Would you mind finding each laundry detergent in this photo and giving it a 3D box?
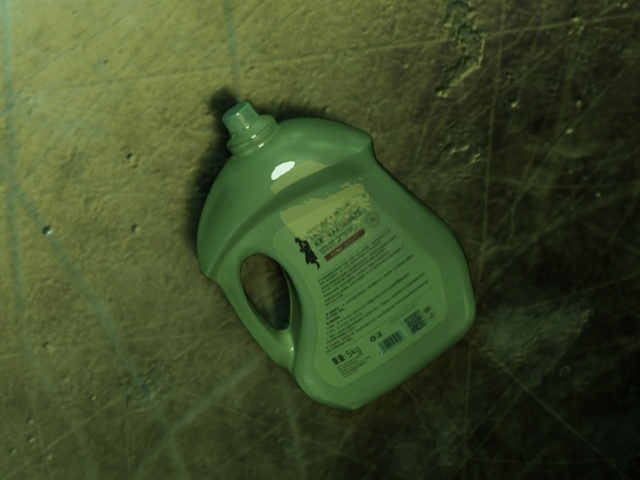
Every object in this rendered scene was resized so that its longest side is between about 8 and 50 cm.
[{"bbox_3d":[0.000,0.000,1.384,0.181,0.091,0.253,-35,109,2],"label":"laundry detergent"}]
